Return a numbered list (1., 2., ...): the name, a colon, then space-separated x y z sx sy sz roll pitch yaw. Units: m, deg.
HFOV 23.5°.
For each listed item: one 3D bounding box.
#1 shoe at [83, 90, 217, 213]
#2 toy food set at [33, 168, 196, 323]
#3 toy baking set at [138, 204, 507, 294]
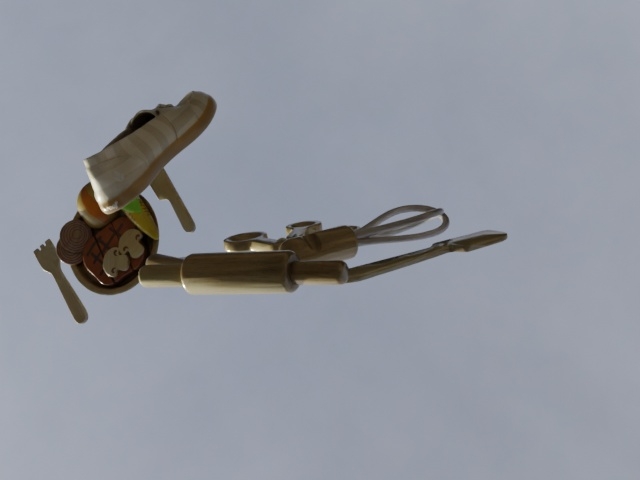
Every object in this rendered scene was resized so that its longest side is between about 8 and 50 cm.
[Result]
1. shoe: -0.169 -0.104 1.538 0.076 0.058 0.219 -30 -165 34
2. toy food set: -0.239 -0.004 1.718 0.192 0.038 0.132 -40 -114 16
3. toy baking set: -0.004 0.002 1.131 0.256 0.030 0.197 -1 -166 30
